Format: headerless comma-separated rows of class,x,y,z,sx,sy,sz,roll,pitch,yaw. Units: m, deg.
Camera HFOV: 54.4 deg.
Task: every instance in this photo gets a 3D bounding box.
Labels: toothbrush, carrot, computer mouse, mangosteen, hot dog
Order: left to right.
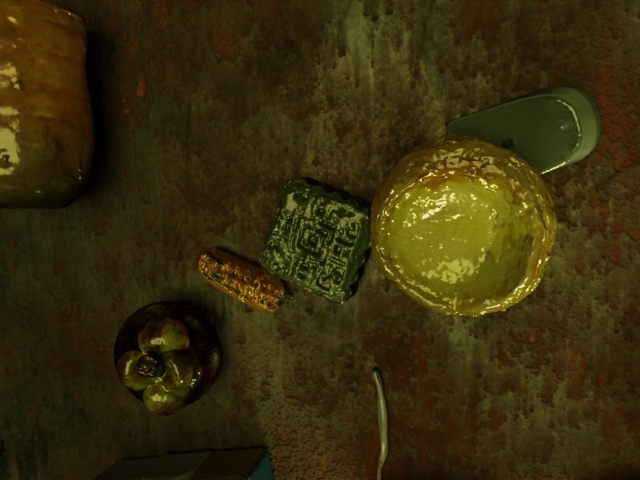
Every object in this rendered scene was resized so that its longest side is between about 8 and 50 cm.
carrot,-0.510,-0.225,1.084,0.224,0.224,0.340,1,93,15
mangosteen,-0.274,0.205,1.076,0.192,0.217,0.192,1,95,9
hot dog,-0.141,0.071,1.106,0.188,0.055,0.072,25,101,12
toothbrush,0.108,0.355,1.093,0.027,0.021,0.269,-4,97,3
computer mouse,0.304,-0.154,0.949,0.231,0.079,0.128,-12,98,33

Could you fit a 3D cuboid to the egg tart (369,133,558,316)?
egg tart,0.213,-0.026,0.943,0.294,0.123,0.294,10,122,17

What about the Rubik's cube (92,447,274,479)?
Rubik's cube,-0.263,0.591,1.055,0.344,0.347,0.346,-10,95,17

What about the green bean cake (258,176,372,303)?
green bean cake,0.000,0.000,1.038,0.173,0.094,0.181,25,102,12
